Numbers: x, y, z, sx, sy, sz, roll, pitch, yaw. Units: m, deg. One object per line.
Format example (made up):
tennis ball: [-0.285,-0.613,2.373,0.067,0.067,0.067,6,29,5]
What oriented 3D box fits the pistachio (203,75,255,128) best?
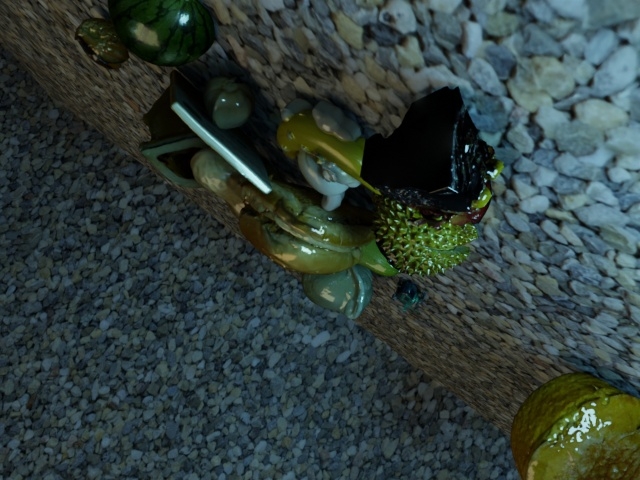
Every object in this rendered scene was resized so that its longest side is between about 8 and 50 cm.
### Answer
pistachio: [-0.187,-0.281,1.277,0.113,0.113,0.149,36,170,8]

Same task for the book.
book: [-0.232,-0.254,1.387,0.269,0.032,0.389,42,-171,-27]

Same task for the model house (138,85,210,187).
model house: [-0.338,-0.272,1.635,0.268,0.174,0.239,50,-161,-52]

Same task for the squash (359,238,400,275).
squash: [0.137,0.032,1.622,0.188,0.095,0.095,27,166,25]

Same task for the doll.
doll: [0.015,-0.157,1.159,0.237,0.111,0.252,-1,138,53]

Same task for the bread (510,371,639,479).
bread: [0.610,0.472,1.416,0.358,0.337,0.204,45,-169,-27]

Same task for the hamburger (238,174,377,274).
hamburger: [-0.031,-0.042,1.431,0.284,0.174,0.304,-1,-153,-38]

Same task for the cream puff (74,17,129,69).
cream puff: [-0.524,-0.484,1.507,0.133,0.104,0.119,49,-162,-20]

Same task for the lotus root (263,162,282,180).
lotus root: [-0.173,-0.161,1.725,0.125,0.118,0.221,10,152,37]

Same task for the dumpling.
dumpling: [0.044,0.122,1.962,0.321,0.211,0.270,16,155,36]

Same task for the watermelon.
watermelon: [-0.302,-0.396,1.122,0.232,0.127,0.204,15,152,50]

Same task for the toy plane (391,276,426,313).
toy plane: [0.267,0.170,1.868,0.096,0.060,0.235,22,162,9]

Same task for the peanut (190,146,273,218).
peanut: [-0.195,-0.131,1.567,0.149,0.149,0.313,26,169,47]

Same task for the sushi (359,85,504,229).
sushi: [0.168,-0.092,0.860,0.151,0.153,0.172,23,156,-33]

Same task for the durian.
durian: [0.163,-0.021,1.174,0.237,0.137,0.193,27,165,48]
